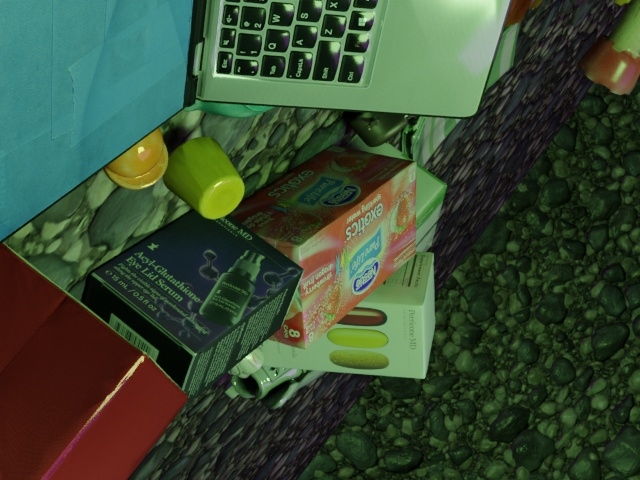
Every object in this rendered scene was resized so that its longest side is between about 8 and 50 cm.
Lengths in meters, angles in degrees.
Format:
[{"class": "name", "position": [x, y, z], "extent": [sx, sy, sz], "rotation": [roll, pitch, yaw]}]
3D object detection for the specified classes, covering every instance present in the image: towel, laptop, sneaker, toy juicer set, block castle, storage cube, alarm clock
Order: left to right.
[{"class": "storage cube", "position": [-0.260, 0.146, 0.902], "extent": [0.193, 0.184, 0.215], "rotation": [-52, 164, -12]}, {"class": "toy juicer set", "position": [-0.091, -0.176, 0.914], "extent": [0.209, 0.089, 0.329], "rotation": [11, 119, -52]}, {"class": "sneaker", "position": [-0.125, 0.131, 1.401], "extent": [0.090, 0.115, 0.232], "rotation": [-51, 165, -12]}, {"class": "laptop", "position": [-0.005, -0.205, 0.673], "extent": [0.236, 0.408, 0.382], "rotation": [-105, -158, -51]}, {"class": "sneaker", "position": [-0.002, 0.168, 1.640], "extent": [0.366, 0.137, 0.210], "rotation": [-29, -178, 43]}, {"class": "alarm clock", "position": [0.104, -0.189, 1.438], "extent": [0.129, 0.064, 0.192], "rotation": [-41, -170, 4]}, {"class": "towel", "position": [0.256, -0.263, 1.836], "extent": [0.325, 0.038, 0.248], "rotation": [-51, 166, -11]}, {"class": "block castle", "position": [0.429, -0.378, 1.593], "extent": [0.453, 0.303, 0.213], "rotation": [-29, 152, -56]}]

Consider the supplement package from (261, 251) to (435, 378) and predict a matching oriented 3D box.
[{"class": "supplement package", "position": [0.039, 0.101, 1.472], "extent": [0.134, 0.244, 0.139], "rotation": [-69, 158, -54]}]

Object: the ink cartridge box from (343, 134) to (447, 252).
[{"class": "ink cartridge box", "position": [0.099, -0.053, 1.587], "extent": [0.092, 0.160, 0.219], "rotation": [-47, 163, -20]}]

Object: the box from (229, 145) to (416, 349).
[{"class": "box", "position": [0.000, 0.000, 1.351], "extent": [0.300, 0.142, 0.154], "rotation": [-36, 131, -48]}]

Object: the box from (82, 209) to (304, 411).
[{"class": "box", "position": [-0.144, 0.070, 1.143], "extent": [0.207, 0.153, 0.108], "rotation": [-39, 158, -47]}]
